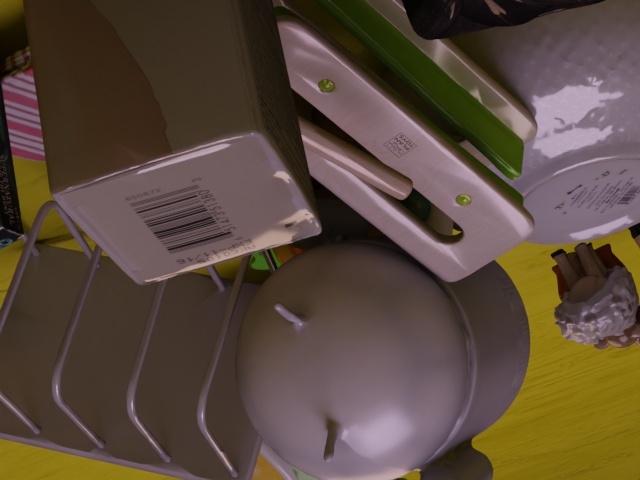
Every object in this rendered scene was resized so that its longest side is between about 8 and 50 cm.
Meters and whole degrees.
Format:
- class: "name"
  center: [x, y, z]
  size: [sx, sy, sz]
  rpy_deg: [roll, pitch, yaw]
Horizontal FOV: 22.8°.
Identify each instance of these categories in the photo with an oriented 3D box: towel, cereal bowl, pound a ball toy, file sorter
- class: "towel"
  center: [-0.223, -0.108, 1.269]
  size: [0.197, 0.029, 0.144]
  rpy_deg: [-14, 158, 41]
- class: "cereal bowl"
  center: [0.222, -0.094, 1.401]
  size: [0.339, 0.141, 0.339]
  rpy_deg: [-10, 153, -5]
- class: "pound a ball toy"
  center: [0.011, -0.079, 1.173]
  size: [0.319, 0.208, 0.136]
  rpy_deg: [37, 130, -27]
- class: "file sorter"
  center: [-0.184, 0.080, 1.399]
  size: [0.278, 0.192, 0.173]
  rpy_deg: [10, 156, 14]

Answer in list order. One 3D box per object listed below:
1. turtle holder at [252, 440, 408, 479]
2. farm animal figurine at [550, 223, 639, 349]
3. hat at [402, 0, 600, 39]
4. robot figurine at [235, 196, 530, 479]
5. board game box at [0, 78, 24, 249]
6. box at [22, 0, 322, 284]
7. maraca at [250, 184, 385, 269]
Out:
- class: "turtle holder"
  center: [-0.050, 0.195, 1.705]
  size: [0.227, 0.243, 0.320]
  rpy_deg: [32, 94, -30]
- class: "farm animal figurine"
  center: [0.409, 0.037, 1.599]
  size: [0.330, 0.172, 0.327]
  rpy_deg: [-25, 171, 11]
- class: "hat"
  center: [0.108, -0.202, 1.036]
  size: [0.331, 0.133, 0.331]
  rpy_deg: [-3, 173, 0]
- class: "robot figurine"
  center: [0.056, 0.094, 1.357]
  size: [0.200, 0.300, 0.353]
  rpy_deg: [-34, 170, 22]
- class: "board game box"
  center: [-0.284, -0.062, 1.184]
  size: [0.126, 0.186, 0.026]
  rpy_deg: [-26, 153, 28]
- class: "box"
  center: [-0.099, -0.149, 0.946]
  size: [0.121, 0.311, 0.148]
  rpy_deg: [-17, 153, 8]
- class: "maraca"
  center: [0.000, 0.000, 1.543]
  size: [0.186, 0.099, 0.127]
  rpy_deg: [-11, 144, 29]
